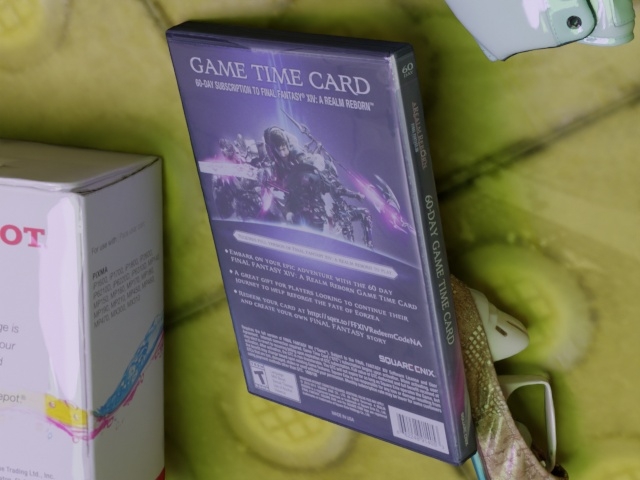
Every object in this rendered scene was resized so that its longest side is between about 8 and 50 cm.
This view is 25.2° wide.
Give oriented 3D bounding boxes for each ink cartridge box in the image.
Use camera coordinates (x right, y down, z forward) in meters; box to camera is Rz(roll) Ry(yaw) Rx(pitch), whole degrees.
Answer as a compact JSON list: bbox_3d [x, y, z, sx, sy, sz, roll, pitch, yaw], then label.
[{"bbox_3d":[-0.231,0.088,0.998,0.226,0.131,0.306,8,105,18],"label":"ink cartridge box"}]

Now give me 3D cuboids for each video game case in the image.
[{"bbox_3d":[0.000,0.000,0.910,0.196,0.026,0.274,13,123,43],"label":"video game case"}]

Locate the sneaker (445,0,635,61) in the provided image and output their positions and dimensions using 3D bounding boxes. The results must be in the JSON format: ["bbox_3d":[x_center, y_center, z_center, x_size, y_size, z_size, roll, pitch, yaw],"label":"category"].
[{"bbox_3d":[0.158,-0.189,0.743,0.256,0.094,0.151,-27,98,42],"label":"sneaker"}]

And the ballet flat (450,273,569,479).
[{"bbox_3d":[0.112,0.089,0.942,0.067,0.073,0.206,-22,112,2],"label":"ballet flat"}]
